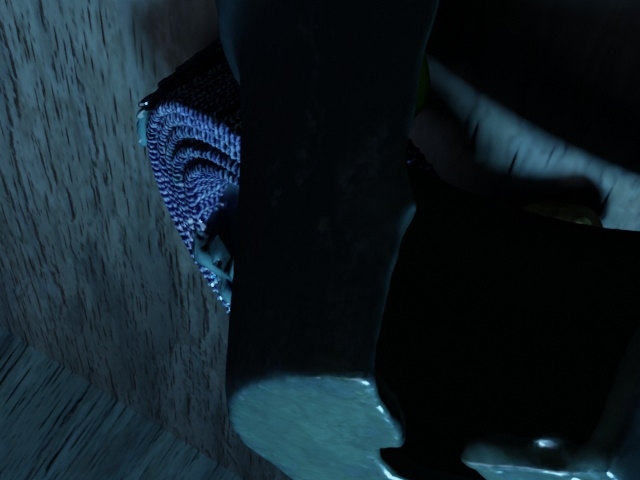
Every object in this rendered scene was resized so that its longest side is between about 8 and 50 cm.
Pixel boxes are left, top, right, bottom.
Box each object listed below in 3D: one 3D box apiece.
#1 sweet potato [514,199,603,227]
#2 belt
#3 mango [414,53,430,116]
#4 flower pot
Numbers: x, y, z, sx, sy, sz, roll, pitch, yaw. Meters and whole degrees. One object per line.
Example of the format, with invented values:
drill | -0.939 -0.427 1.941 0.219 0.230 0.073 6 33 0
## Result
sweet potato | 0.134 0.038 1.351 0.097 0.097 0.292 31 161 7
belt | 0.000 0.000 1.335 0.325 0.122 0.260 35 150 44
mango | -0.001 -0.128 1.165 0.117 0.089 0.163 16 156 31
flower pot | 0.092 0.016 0.997 0.379 0.251 0.379 14 156 7
